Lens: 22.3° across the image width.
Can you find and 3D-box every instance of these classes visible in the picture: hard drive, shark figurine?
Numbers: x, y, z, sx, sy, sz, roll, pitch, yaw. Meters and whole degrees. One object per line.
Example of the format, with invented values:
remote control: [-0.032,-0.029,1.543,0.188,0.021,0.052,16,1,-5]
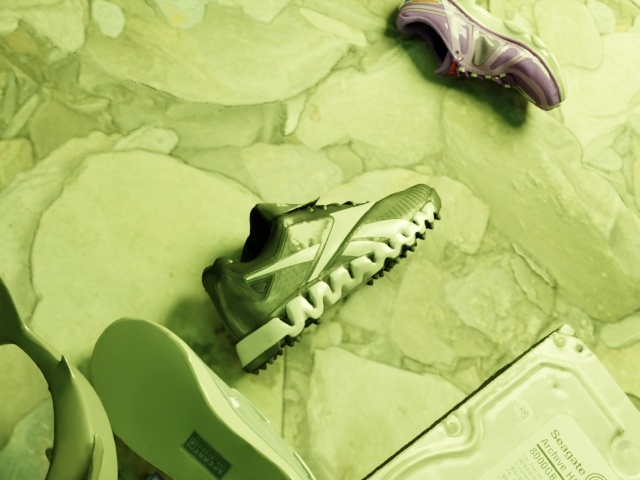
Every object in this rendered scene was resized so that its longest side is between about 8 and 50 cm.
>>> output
hard drive: [0.144,0.242,1.236,0.339,0.064,0.237,-32,83,-35]
shark figurine: [-0.172,0.134,1.075,0.166,0.116,0.278,1,58,-16]

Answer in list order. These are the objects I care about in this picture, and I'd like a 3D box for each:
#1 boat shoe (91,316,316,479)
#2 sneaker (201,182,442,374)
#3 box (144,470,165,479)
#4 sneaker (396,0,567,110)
boat shoe: [-0.078,0.144,1.159,0.079,0.081,0.227,-48,60,2]
sneaker: [0.000,0.000,1.274,0.234,0.078,0.106,-37,88,-32]
box: [-0.094,0.261,1.124,0.179,0.043,0.105,48,57,0]
sneaker: [0.140,-0.162,1.442,0.170,0.068,0.071,34,71,3]
